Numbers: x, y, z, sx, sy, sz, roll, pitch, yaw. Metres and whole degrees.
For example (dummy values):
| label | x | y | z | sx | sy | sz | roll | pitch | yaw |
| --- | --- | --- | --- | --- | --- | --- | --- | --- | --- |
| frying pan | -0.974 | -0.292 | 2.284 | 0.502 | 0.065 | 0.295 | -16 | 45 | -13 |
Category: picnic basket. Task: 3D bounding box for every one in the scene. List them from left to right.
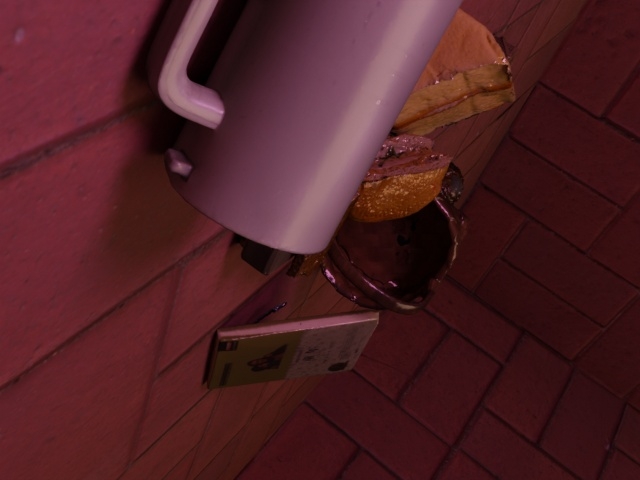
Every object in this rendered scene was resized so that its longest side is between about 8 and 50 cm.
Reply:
| label | x | y | z | sx | sy | sz | roll | pitch | yaw |
| --- | --- | --- | --- | --- | --- | --- | --- | --- | --- |
| picnic basket | 0.131 | 0.026 | 1.485 | 0.337 | 0.293 | 0.337 | -50 | 180 | 0 |
| picnic basket | 0.442 | -0.452 | 1.847 | 0.164 | 0.079 | 0.115 | -48 | 166 | -22 |

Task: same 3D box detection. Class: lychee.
| label | x | y | z | sx | sy | sz | roll | pitch | yaw |
| --- | --- | --- | --- | --- | --- | --- | --- | --- | --- |
| lychee | 0.353 | -0.167 | 2.123 | 0.171 | 0.171 | 0.171 | -50 | 166 | -17 |

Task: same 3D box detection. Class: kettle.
| label | x | y | z | sx | sy | sz | roll | pitch | yaw |
| --- | --- | --- | --- | --- | --- | --- | --- | --- | --- |
| kettle | -0.033 | -0.178 | 0.727 | 0.318 | 0.265 | 0.205 | -58 | -162 | 20 |

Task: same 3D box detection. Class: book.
| label | x | y | z | sx | sy | sz | roll | pitch | yaw |
| --- | --- | --- | --- | --- | --- | --- | --- | --- | --- |
| book | -0.061 | 0.242 | 1.506 | 0.352 | 0.035 | 0.239 | -5 | 144 | -20 |

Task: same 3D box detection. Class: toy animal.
| label | x | y | z | sx | sy | sz | roll | pitch | yaw |
| --- | --- | --- | --- | --- | --- | --- | --- | --- | --- |
| toy animal | -0.150 | 0.228 | 1.548 | 0.079 | 0.070 | 0.253 | -50 | 165 | -52 |

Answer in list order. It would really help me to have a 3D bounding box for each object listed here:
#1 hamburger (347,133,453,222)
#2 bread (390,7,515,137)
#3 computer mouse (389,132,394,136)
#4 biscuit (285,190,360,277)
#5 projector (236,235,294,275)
| label | x | y | z | sx | sy | sz | roll | pitch | yaw |
| --- | --- | --- | --- | --- | --- | --- | --- | --- | --- |
| hamburger | 0.104 | -0.112 | 1.326 | 0.283 | 0.144 | 0.156 | -14 | 144 | -29 |
| bread | 0.232 | -0.273 | 1.317 | 0.236 | 0.198 | 0.263 | -49 | 161 | 6 |
| computer mouse | 0.205 | -0.277 | 1.510 | 0.182 | 0.056 | 0.089 | -38 | 140 | -16 |
| biscuit | -0.008 | 0.009 | 1.214 | 0.131 | 0.026 | 0.237 | -43 | 169 | -37 |
| projector | -0.026 | -0.087 | 1.125 | 0.193 | 0.088 | 0.269 | -38 | 160 | -54 |
